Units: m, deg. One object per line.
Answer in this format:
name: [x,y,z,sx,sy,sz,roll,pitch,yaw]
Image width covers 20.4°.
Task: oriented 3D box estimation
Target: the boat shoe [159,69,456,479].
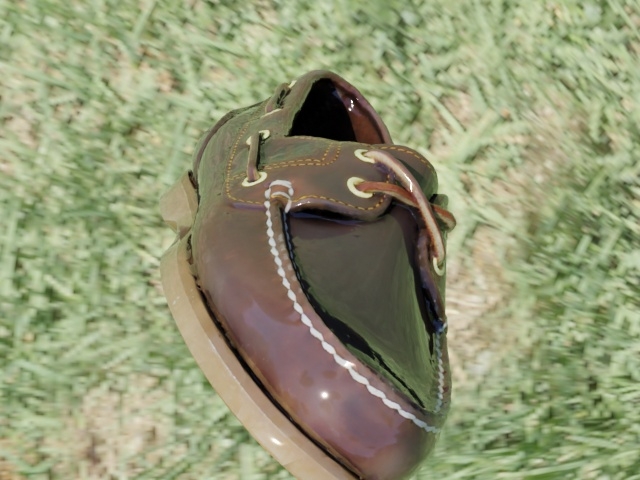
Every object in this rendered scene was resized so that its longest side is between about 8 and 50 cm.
boat shoe: [0.000,0.000,0.485,0.073,0.207,0.073,-43,113,7]
